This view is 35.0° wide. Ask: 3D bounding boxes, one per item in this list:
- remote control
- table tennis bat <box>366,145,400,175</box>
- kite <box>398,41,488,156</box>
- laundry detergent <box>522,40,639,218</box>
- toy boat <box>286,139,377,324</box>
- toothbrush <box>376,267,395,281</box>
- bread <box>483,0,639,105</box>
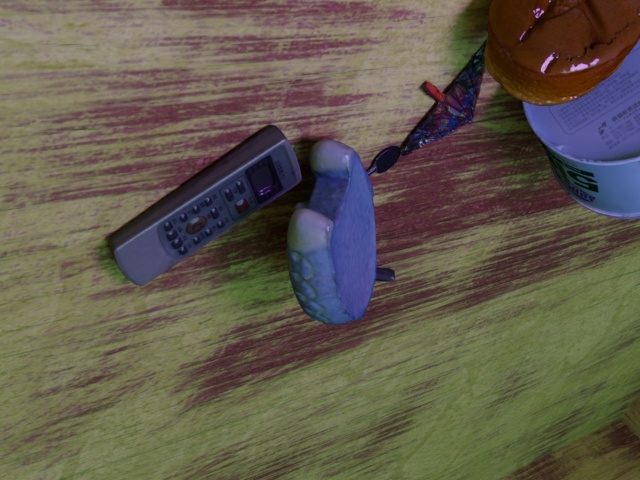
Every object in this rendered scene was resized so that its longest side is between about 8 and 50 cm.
[{"bbox_3d":[-0.155,-0.041,1.388,0.285,0.038,0.123,-35,150,-10],"label":"remote control"},{"bbox_3d":[0.094,-0.120,1.602,0.083,0.007,0.050,-36,150,-12],"label":"table tennis bat"},{"bbox_3d":[0.207,-0.220,1.597,0.232,0.009,0.189,-52,150,13],"label":"kite"},{"bbox_3d":[0.509,-0.200,1.694,0.287,0.287,0.305,-43,150,4],"label":"laundry detergent"},{"bbox_3d":[0.000,0.000,1.518,0.330,0.123,0.215,69,30,-58],"label":"toy boat"},{"bbox_3d":[0.051,0.053,1.763,0.030,0.031,0.297,-26,160,29],"label":"toothbrush"},{"bbox_3d":[0.358,-0.314,1.468,0.269,0.195,0.143,-33,156,-23],"label":"bread"}]
